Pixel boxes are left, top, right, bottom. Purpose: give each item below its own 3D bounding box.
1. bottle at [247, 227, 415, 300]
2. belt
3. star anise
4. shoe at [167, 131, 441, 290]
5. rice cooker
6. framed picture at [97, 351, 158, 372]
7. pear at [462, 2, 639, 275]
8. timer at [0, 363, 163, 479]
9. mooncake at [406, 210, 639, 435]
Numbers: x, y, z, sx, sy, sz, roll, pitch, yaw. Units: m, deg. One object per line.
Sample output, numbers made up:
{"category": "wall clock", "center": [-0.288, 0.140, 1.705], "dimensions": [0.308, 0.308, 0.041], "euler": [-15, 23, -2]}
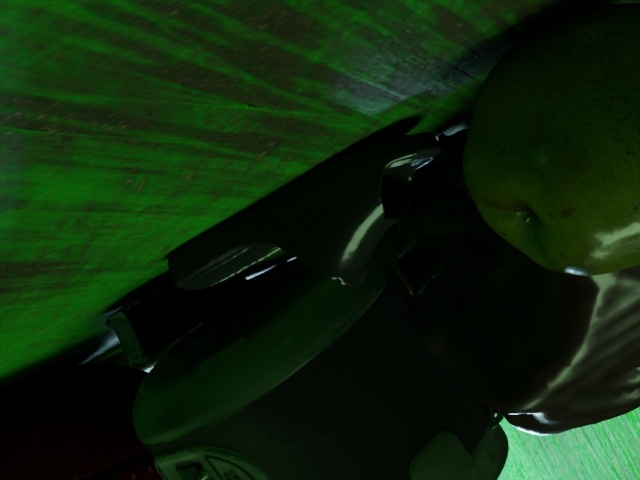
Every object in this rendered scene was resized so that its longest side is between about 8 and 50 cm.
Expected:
{"category": "bottle", "center": [0.029, 0.072, 2.009], "dimensions": [0.336, 0.144, 0.144], "euler": [-23, 173, -37]}
{"category": "belt", "center": [-0.119, 0.061, 1.668], "dimensions": [0.140, 0.058, 0.105], "euler": [-31, 177, 38]}
{"category": "star anise", "center": [0.153, -0.053, 1.684], "dimensions": [0.236, 0.109, 0.223], "euler": [-1, 133, -46]}
{"category": "shoe", "center": [0.000, 0.000, 1.516], "dimensions": [0.241, 0.093, 0.108], "euler": [-27, 173, 20]}
{"category": "rice cooker", "center": [0.001, 0.174, 1.735], "dimensions": [0.288, 0.277, 0.288], "euler": [-33, -169, 7]}
{"category": "framed picture", "center": [-0.159, 0.133, 2.288], "dimensions": [0.326, 0.028, 0.446], "euler": [-26, 174, -17]}
{"category": "pear", "center": [0.197, -0.067, 1.355], "dimensions": [0.198, 0.198, 0.198], "euler": [-27, 174, -3]}
{"category": "timer", "center": [-0.260, 0.281, 1.902], "dimensions": [0.378, 0.279, 0.378], "euler": [-26, 171, -4]}
{"category": "mooncake", "center": [0.232, 0.012, 1.587], "dimensions": [0.326, 0.174, 0.334], "euler": [-44, 153, 17]}
